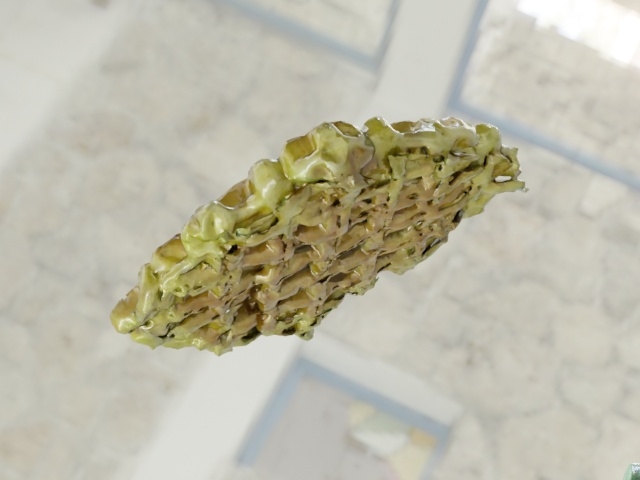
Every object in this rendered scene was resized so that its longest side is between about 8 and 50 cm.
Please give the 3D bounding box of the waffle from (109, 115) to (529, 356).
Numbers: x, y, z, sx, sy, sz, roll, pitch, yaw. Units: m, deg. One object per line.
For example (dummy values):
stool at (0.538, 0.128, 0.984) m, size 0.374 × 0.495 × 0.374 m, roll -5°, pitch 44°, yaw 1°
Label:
waffle at (-0.001, -0.002, 1.144) m, size 0.245 × 0.052 × 0.254 m, roll -39°, pitch -21°, yaw 31°

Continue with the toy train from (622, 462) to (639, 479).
toy train at (0.337, 0.225, 1.441) m, size 0.112 × 0.203 × 0.163 m, roll -71°, pitch -18°, yaw -61°
